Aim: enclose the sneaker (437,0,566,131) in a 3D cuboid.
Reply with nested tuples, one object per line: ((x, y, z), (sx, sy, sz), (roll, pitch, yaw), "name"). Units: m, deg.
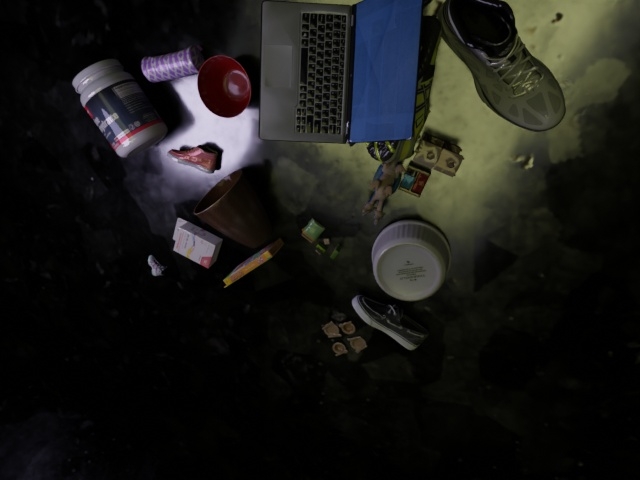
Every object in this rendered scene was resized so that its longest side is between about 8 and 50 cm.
((0.455, -0.429, 1.053), (0.447, 0.257, 0.169), (44, 118, -7), "sneaker")

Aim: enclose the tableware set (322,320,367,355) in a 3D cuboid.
((0.094, 0.383, 1.663), (0.141, 0.020, 0.169), (-22, 107, 24), "tableware set")

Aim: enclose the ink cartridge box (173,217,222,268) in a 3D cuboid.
((-0.493, 0.008, 1.637), (0.198, 0.067, 0.115), (27, 119, 4), "ink cartridge box")

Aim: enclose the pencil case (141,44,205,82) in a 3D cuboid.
((-0.474, -0.571, 1.361), (0.205, 0.086, 0.088), (-5, 78, 16), "pencil case")

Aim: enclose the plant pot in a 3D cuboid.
((-0.279, -0.089, 1.472), (0.215, 0.215, 0.230), (-28, 119, 25), "plant pot")

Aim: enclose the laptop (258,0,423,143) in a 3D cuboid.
((0.031, -0.460, 1.114), (0.407, 0.236, 0.383), (2, 98, -2), "laptop")

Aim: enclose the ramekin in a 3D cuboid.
((0.296, 0.077, 1.404), (0.272, 0.127, 0.273), (6, 115, 14), "ramekin")

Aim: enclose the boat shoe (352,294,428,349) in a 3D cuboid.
((0.255, 0.277, 1.520), (0.301, 0.108, 0.102), (37, 119, -5), "boat shoe")

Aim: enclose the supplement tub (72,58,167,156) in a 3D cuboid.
((-0.665, -0.436, 1.415), (0.191, 0.191, 0.272), (-26, 104, 25), "supplement tub")

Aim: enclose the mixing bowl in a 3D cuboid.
((-0.285, -0.486, 1.333), (0.181, 0.098, 0.182), (6, 115, 13), "mixing bowl")

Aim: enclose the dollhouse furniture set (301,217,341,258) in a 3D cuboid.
((0.000, 0.000, 1.494), (0.151, 0.059, 0.076), (39, 118, -3), "dollhouse furniture set")

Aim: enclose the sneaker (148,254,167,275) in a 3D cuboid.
((-0.670, 0.104, 1.753), (0.069, 0.038, 0.098), (2, 124, 14), "sneaker")

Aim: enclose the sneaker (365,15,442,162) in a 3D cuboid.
((0.239, -0.406, 1.165), (0.145, 0.147, 0.385), (35, 116, 38), "sneaker")

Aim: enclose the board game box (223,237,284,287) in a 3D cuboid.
((-0.255, 0.085, 1.570), (0.259, 0.124, 0.039), (-35, 99, 26), "board game box")

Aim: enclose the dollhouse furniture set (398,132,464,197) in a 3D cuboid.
((0.327, -0.203, 1.266), (0.128, 0.129, 0.184), (24, 117, 5), "dollhouse furniture set")

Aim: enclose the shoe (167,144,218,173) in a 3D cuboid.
((-0.448, -0.305, 1.487), (0.177, 0.063, 0.081), (21, 117, 0), "shoe")

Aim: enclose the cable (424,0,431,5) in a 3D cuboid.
((0.219, -0.594, 1.178), (0.139, 0.072, 0.288), (30, 107, 19), "cable")

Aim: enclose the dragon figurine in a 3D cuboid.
((0.210, -0.194, 1.325), (0.085, 0.144, 0.289), (24, 86, 5), "dragon figurine")

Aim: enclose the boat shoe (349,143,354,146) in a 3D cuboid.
((0.036, -0.385, 1.289), (0.227, 0.081, 0.069), (42, 100, -7), "boat shoe")
